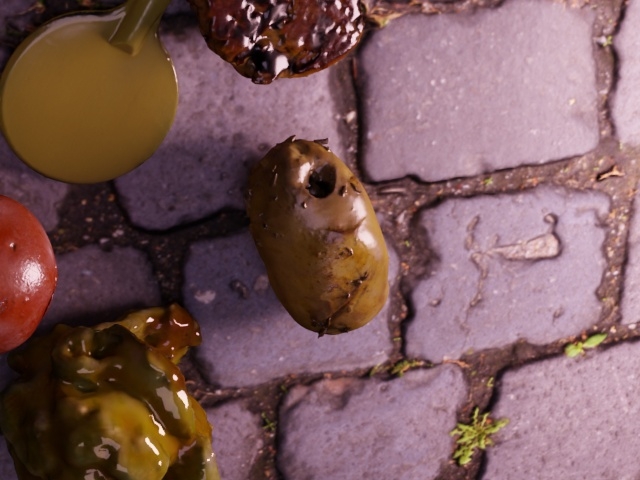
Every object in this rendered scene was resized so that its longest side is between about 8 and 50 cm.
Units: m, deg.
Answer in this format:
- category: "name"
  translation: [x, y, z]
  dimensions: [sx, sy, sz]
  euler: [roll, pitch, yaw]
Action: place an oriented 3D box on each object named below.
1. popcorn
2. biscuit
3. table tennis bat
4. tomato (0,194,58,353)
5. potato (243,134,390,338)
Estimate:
- category: "popcorn"
  translation: [-0.276, 0.257, 1.762]
  dimensions: [0.290, 0.326, 0.321]
  euler: [-11, 75, -10]
- category: "biscuit"
  translation: [-0.047, -0.358, 1.611]
  dimensions: [0.289, 0.081, 0.334]
  euler: [-26, 126, -23]
- category: "table tennis bat"
  translation: [-0.255, -0.230, 1.642]
  dimensions: [0.224, 0.054, 0.369]
  euler: [24, 110, -30]
- category: "tomato"
  translation: [-0.425, 0.043, 1.628]
  dimensions: [0.208, 0.208, 0.184]
  euler: [-47, 136, 7]
- category: "potato"
  translation: [0.000, 0.000, 1.792]
  dimensions: [0.173, 0.140, 0.300]
  euler: [-7, 122, 19]
